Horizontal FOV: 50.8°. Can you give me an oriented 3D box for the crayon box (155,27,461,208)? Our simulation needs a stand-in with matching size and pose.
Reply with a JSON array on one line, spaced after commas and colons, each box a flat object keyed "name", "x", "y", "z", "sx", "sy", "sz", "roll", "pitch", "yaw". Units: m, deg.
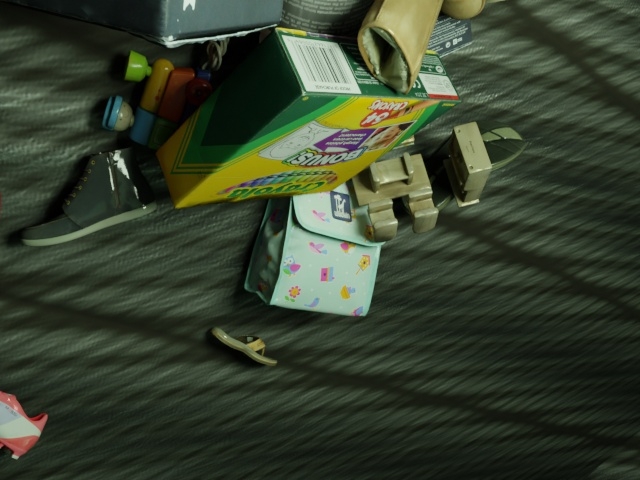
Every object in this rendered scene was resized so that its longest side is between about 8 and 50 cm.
[{"name": "crayon box", "x": -0.015, "y": -0.173, "z": 1.032, "sx": 0.363, "sy": 0.106, "sz": 0.313, "roll": -10, "pitch": 162, "yaw": -46}]

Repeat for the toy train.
[{"name": "toy train", "x": -0.241, "y": -0.261, "z": 1.055, "sx": 0.143, "sy": 0.105, "sz": 0.248, "roll": 16, "pitch": 108, "yaw": -21}]

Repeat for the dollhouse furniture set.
[{"name": "dollhouse furniture set", "x": 0.182, "y": -0.119, "z": 1.284, "sx": 0.242, "sy": 0.212, "sz": 0.161, "roll": -14, "pitch": 161, "yaw": -1}]

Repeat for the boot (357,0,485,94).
[{"name": "boot", "x": 0.147, "y": -0.319, "z": 0.956, "sx": 0.236, "sy": 0.089, "sz": 0.269, "roll": 47, "pitch": 57, "yaw": -49}]

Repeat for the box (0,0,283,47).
[{"name": "box", "x": -0.265, "y": -0.483, "z": 0.638, "sx": 0.297, "sy": 0.471, "sz": 0.480, "roll": -47, "pitch": 151, "yaw": -62}]

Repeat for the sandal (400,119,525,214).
[{"name": "sandal", "x": 0.293, "y": -0.151, "z": 1.424, "sx": 0.302, "sy": 0.120, "sz": 0.086, "roll": -34, "pitch": 156, "yaw": -7}]

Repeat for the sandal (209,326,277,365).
[{"name": "sandal", "x": -0.151, "y": 0.214, "z": 1.395, "sx": 0.180, "sy": 0.072, "sz": 0.049, "roll": 38, "pitch": 73, "yaw": -34}]

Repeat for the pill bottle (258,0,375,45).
[{"name": "pill bottle", "x": -0.003, "y": -0.370, "z": 0.942, "sx": 0.176, "sy": 0.176, "sz": 0.318, "roll": -15, "pitch": 152, "yaw": -22}]

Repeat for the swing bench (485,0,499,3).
[{"name": "swing bench", "x": 0.316, "y": -0.544, "z": 1.112, "sx": 0.254, "sy": 0.165, "sz": 0.253, "roll": -25, "pitch": 112, "yaw": -26}]

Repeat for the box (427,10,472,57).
[{"name": "box", "x": 0.163, "y": -0.431, "z": 1.147, "sx": 0.108, "sy": 0.153, "sz": 0.207, "roll": -26, "pitch": 127, "yaw": -16}]

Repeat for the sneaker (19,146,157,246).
[{"name": "sneaker", "x": -0.390, "y": -0.072, "z": 1.094, "sx": 0.222, "sy": 0.083, "sz": 0.118, "roll": -20, "pitch": 106, "yaw": -11}]

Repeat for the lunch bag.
[{"name": "lunch bag", "x": 0.000, "y": 0.000, "z": 1.298, "sx": 0.223, "sy": 0.160, "sz": 0.262, "roll": 12, "pitch": 95, "yaw": -30}]

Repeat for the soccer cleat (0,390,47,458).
[{"name": "soccer cleat", "x": -0.592, "y": 0.289, "z": 1.180, "sx": 0.248, "sy": 0.083, "sz": 0.095, "roll": 52, "pitch": 56, "yaw": -34}]
